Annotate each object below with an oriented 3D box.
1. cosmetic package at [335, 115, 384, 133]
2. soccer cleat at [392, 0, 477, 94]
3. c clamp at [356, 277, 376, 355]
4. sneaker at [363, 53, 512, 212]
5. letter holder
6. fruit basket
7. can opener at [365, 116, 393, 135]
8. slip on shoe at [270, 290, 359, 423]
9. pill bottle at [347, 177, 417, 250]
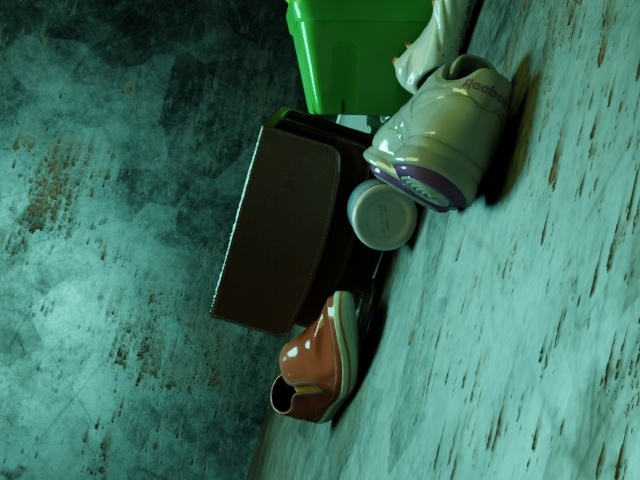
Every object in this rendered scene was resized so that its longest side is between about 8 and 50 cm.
[{"bbox_3d":[0.088,-0.249,2.189,0.060,0.099,0.239,-78,5,-64],"label":"cosmetic package"},{"bbox_3d":[0.167,-0.273,1.532,0.076,0.068,0.196,53,128,28],"label":"soccer cleat"},{"bbox_3d":[0.055,0.127,1.758,0.137,0.022,0.160,-94,20,-78],"label":"c clamp"},{"bbox_3d":[0.133,-0.110,1.215,0.152,0.114,0.305,-61,9,0],"label":"sneaker"},{"bbox_3d":[-0.011,-0.014,1.726,0.152,0.215,0.301,-63,-10,-71],"label":"letter holder"},{"bbox_3d":[0.054,-0.367,1.749,0.392,0.283,0.391,-179,90,-87],"label":"fruit basket"},{"bbox_3d":[0.122,-0.227,1.970,0.093,0.074,0.280,-2,71,49],"label":"can opener"},{"bbox_3d":[-0.007,0.180,1.715,0.331,0.101,0.123,112,159,-58],"label":"slip on shoe"},{"bbox_3d":[0.081,-0.039,1.587,0.160,0.087,0.087,-110,36,-82],"label":"pill bottle"}]
